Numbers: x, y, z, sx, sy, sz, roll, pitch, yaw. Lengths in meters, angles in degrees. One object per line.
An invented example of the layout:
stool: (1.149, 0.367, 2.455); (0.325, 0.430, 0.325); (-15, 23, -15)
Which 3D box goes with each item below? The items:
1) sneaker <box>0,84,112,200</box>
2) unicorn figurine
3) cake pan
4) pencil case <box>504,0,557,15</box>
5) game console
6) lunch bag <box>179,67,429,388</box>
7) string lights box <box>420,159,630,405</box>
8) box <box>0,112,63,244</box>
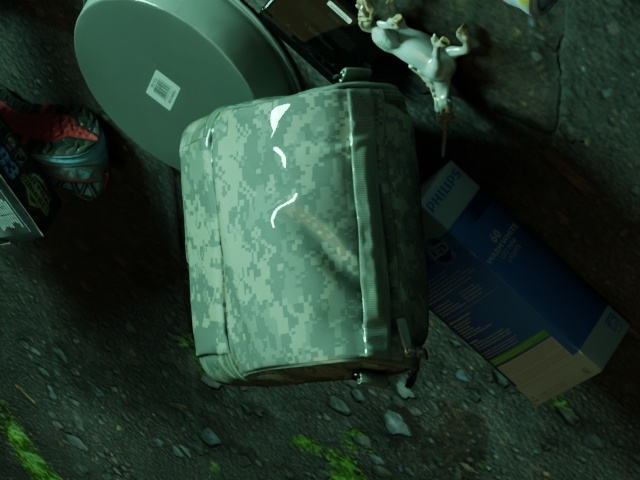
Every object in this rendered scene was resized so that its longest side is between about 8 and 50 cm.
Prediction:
sneaker: (-0.369, -0.107, 2.389); (0.262, 0.104, 0.125); (17, 144, 30)
unicorn figurine: (0.099, -0.179, 1.896); (0.162, 0.060, 0.111); (49, 156, 12)
cake pan: (-0.153, -0.178, 2.136); (0.293, 0.054, 0.293); (26, 145, 20)
pencil case: (0.098, -0.291, 1.696); (0.273, 0.113, 0.124); (26, -174, 19)
game console: (0.004, -0.214, 1.980); (0.122, 0.071, 0.107); (41, 117, -5)
lunch bag: (0.000, 0.000, 1.935); (0.256, 0.212, 0.305); (163, 104, -67)
string lights box: (0.183, 0.049, 2.065); (0.259, 0.077, 0.133); (43, 147, -6)
box: (-0.501, -0.106, 2.316); (0.293, 0.073, 0.295); (-10, 129, 32)
